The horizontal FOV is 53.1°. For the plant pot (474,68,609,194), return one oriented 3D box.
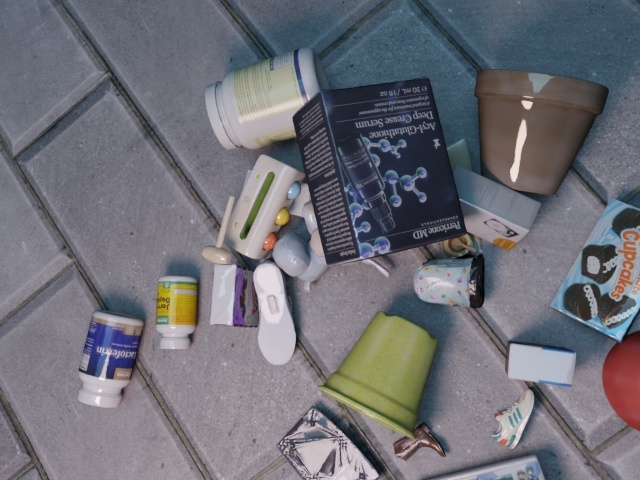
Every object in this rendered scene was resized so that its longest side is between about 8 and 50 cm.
[{"bbox_3d":[0.537,-0.270,1.643,0.323,0.323,0.280,12,101,16],"label":"plant pot"}]

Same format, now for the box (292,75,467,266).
[{"bbox_3d":[0.137,-0.162,1.556,0.293,0.212,0.395,-13,89,-22],"label":"box"}]

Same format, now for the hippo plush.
[{"bbox_3d":[0.000,0.000,1.783,0.236,0.294,0.234,-29,53,35],"label":"hippo plush"}]

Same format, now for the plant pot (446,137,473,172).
[{"bbox_3d":[0.364,-0.210,1.760,0.109,0.109,0.096,-24,88,9],"label":"plant pot"}]

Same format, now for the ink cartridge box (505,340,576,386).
[{"bbox_3d":[0.535,0.299,1.578,0.148,0.203,0.086,5,84,15],"label":"ink cartridge box"}]

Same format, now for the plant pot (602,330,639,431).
[{"bbox_3d":[0.814,0.335,1.479,0.275,0.243,0.275,-2,81,15],"label":"plant pot"}]

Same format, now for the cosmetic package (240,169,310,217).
[{"bbox_3d":[-0.110,-0.132,1.886,0.239,0.060,0.099,16,91,17],"label":"cosmetic package"}]

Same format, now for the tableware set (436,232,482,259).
[{"bbox_3d":[0.367,-0.045,1.761,0.128,0.039,0.194,-12,78,12],"label":"tableware set"}]

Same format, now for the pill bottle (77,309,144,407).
[{"bbox_3d":[-0.624,0.347,1.892,0.153,0.153,0.264,10,84,16],"label":"pill bottle"}]

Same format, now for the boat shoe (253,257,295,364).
[{"bbox_3d":[-0.130,0.199,1.820,0.108,0.102,0.301,-9,100,5],"label":"boat shoe"}]

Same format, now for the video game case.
[{"bbox_3d":[0.426,0.715,1.590,0.329,0.036,0.300,-20,84,17],"label":"video game case"}]

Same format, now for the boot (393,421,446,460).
[{"bbox_3d":[0.258,0.554,1.691,0.114,0.037,0.106,-38,61,2],"label":"boot"}]

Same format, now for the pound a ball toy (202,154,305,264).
[{"bbox_3d":[-0.169,-0.068,1.759,0.136,0.208,0.319,27,95,16],"label":"pound a ball toy"}]

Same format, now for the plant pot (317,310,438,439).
[{"bbox_3d":[0.172,0.332,1.653,0.276,0.276,0.254,24,77,17],"label":"plant pot"}]

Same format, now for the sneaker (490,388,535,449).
[{"bbox_3d":[0.490,0.447,1.639,0.075,0.057,0.161,22,90,11],"label":"sneaker"}]

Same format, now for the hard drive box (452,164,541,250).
[{"bbox_3d":[0.422,-0.081,1.657,0.232,0.181,0.089,26,76,9],"label":"hard drive box"}]

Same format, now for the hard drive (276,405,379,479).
[{"bbox_3d":[0.022,0.593,1.737,0.255,0.054,0.172,43,93,17],"label":"hard drive"}]

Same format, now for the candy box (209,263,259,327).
[{"bbox_3d":[-0.235,0.159,1.799,0.070,0.196,0.164,0,81,15],"label":"candy box"}]

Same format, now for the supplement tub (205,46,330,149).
[{"bbox_3d":[-0.142,-0.399,1.849,0.325,0.235,0.235,-14,78,12],"label":"supplement tub"}]

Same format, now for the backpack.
[{"bbox_3d":[0.339,0.106,1.700,0.182,0.115,0.152,2,94,20],"label":"backpack"}]

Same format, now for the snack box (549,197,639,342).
[{"bbox_3d":[0.745,0.073,1.613,0.187,0.060,0.322,29,89,32],"label":"snack box"}]

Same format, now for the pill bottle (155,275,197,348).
[{"bbox_3d":[-0.423,0.212,1.880,0.118,0.117,0.208,-1,81,14],"label":"pill bottle"}]
